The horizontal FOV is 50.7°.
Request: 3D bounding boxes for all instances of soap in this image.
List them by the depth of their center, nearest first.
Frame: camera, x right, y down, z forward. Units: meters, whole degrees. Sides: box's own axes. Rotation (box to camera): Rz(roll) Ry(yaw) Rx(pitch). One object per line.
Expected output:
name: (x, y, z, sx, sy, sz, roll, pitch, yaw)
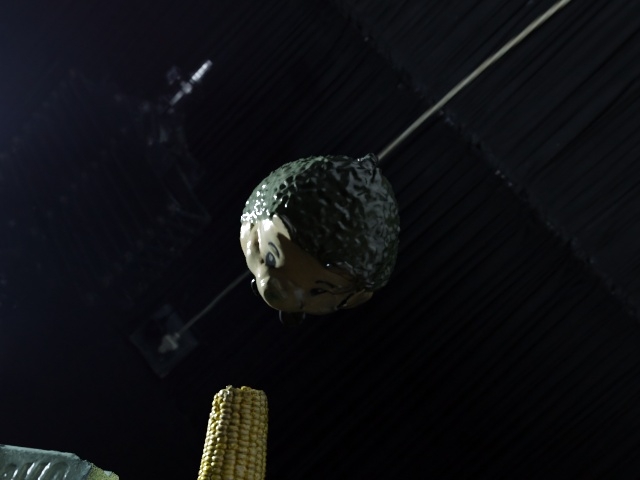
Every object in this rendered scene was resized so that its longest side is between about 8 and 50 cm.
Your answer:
soap: (-0.386, 0.348, 0.919, 0.063, 0.199, 0.114, 63, -145, -40)

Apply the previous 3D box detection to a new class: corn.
corn: (-0.121, 0.326, 0.921, 0.093, 0.093, 0.244, 36, -128, -42)

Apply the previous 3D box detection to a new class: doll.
doll: (0.000, 0.000, 0.930, 0.247, 0.247, 0.349, 47, 167, 0)
